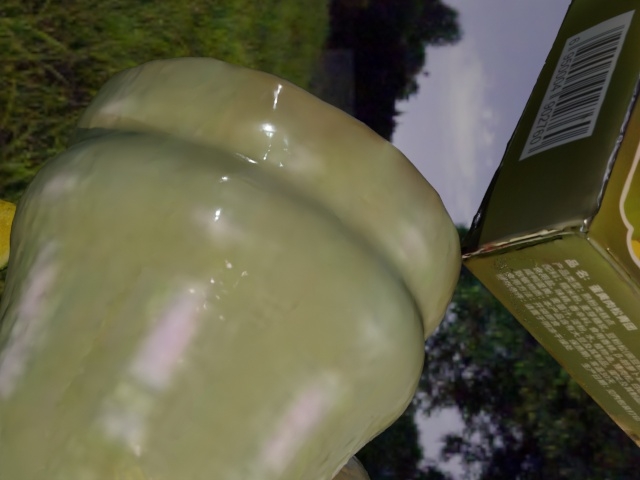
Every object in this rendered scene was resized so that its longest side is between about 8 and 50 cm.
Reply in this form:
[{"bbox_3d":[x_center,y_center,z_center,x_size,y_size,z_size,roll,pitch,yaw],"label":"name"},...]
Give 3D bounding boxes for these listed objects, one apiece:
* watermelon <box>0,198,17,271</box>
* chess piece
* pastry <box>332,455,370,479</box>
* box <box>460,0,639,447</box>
[{"bbox_3d":[-0.530,-0.019,1.286,0.123,0.301,0.129,-55,150,-51],"label":"watermelon"},{"bbox_3d":[-0.107,0.141,0.397,0.234,0.234,0.442,88,24,-55],"label":"chess piece"},{"bbox_3d":[-0.098,0.430,1.200,0.313,0.388,0.388,20,62,-46],"label":"pastry"},{"bbox_3d":[0.355,-0.004,0.815,0.138,0.420,0.373,-20,-147,50],"label":"box"}]
